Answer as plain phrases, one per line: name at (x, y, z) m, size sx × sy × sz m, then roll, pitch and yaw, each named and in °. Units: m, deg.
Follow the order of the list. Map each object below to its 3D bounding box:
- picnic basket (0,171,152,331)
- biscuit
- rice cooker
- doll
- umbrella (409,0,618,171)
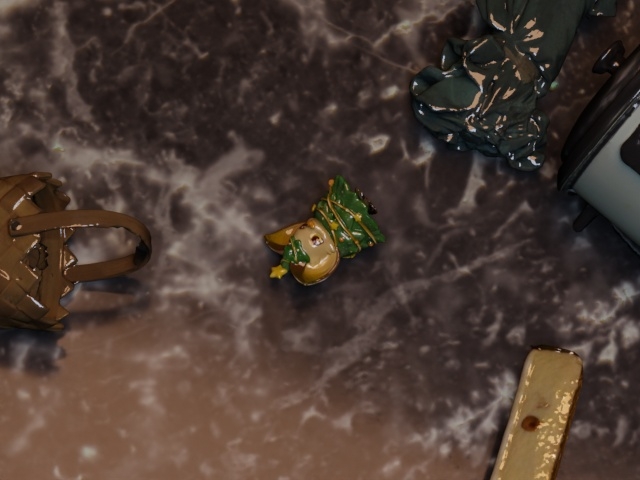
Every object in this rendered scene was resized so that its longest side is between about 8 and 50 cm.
picnic basket at (-0.238, 0.010, 1.661) m, size 0.179 × 0.128 × 0.137 m, roll -3°, pitch 70°, yaw 3°
biscuit at (0.187, 0.185, 1.678) m, size 0.056 × 0.052 × 0.188 m, roll 13°, pitch 66°, yaw 13°
rice cooker at (0.342, -0.095, 1.707) m, size 0.227 × 0.280 × 0.241 m, roll 42°, pitch 28°, yaw 7°
doll at (0.007, 0.002, 1.740) m, size 0.113 × 0.077 × 0.078 m, roll -48°, pitch 50°, yaw 8°
umbrella at (0.212, -0.230, 1.825) m, size 0.143 × 0.094 × 0.348 m, roll 31°, pitch 73°, yaw -13°
